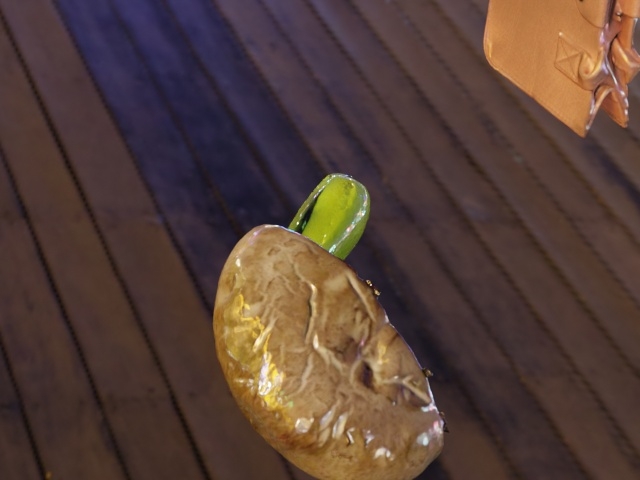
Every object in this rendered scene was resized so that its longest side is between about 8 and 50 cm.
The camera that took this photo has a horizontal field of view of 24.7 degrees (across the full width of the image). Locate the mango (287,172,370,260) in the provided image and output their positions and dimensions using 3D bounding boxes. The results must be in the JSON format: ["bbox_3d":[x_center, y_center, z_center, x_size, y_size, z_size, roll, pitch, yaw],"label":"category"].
[{"bbox_3d":[0.000,0.000,1.606,0.074,0.091,0.165,29,71,2],"label":"mango"}]

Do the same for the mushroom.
[{"bbox_3d":[-0.017,0.121,1.367,0.151,0.156,0.285,-30,77,-36],"label":"mushroom"}]

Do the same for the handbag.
[{"bbox_3d":[0.182,-0.200,1.061,0.059,0.212,0.157,-12,36,-17],"label":"handbag"}]
